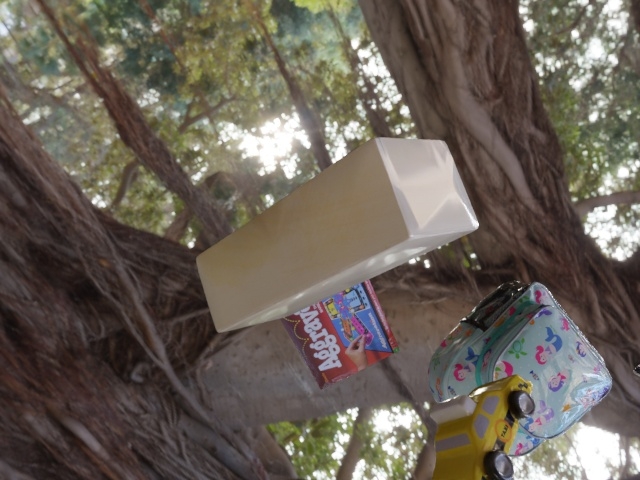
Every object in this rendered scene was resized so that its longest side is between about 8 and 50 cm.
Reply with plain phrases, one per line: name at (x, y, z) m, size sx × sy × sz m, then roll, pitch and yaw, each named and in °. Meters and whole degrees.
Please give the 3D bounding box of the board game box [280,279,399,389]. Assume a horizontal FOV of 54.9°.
board game box at (0.010, 0.095, 0.925) m, size 0.145 × 0.281 × 0.027 m, roll -26°, pitch -149°, yaw 0°

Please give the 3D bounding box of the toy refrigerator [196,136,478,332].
toy refrigerator at (0.000, 0.000, 0.583) m, size 0.102 × 0.094 × 0.269 m, roll -7°, pitch 165°, yaw -45°

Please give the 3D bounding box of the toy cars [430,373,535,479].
toy cars at (0.114, 0.305, 0.764) m, size 0.393 × 0.087 × 0.176 m, roll -46°, pitch -176°, yaw 1°

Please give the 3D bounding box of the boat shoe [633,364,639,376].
boat shoe at (0.580, 0.208, 1.017) m, size 0.125 × 0.038 × 0.046 m, roll 2°, pitch -167°, yaw -2°

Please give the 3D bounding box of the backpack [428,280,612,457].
backpack at (0.313, 0.216, 0.996) m, size 0.253 × 0.225 × 0.191 m, roll -39°, pitch -174°, yaw -2°
